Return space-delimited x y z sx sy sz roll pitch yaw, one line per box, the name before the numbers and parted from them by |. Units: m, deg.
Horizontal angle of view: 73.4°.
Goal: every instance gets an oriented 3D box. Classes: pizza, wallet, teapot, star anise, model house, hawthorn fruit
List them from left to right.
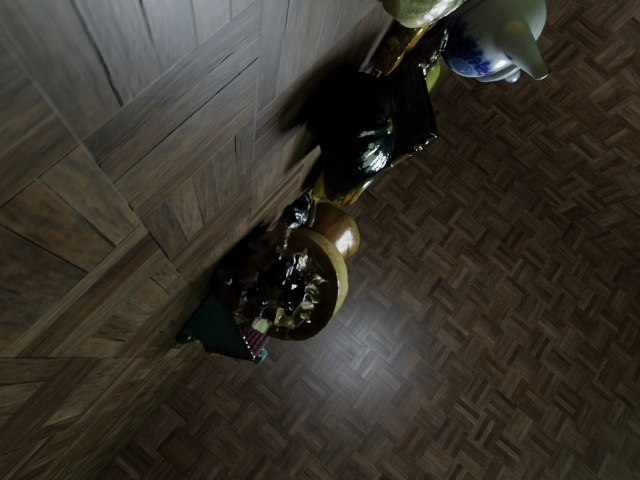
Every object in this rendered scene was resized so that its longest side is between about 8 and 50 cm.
model house | -0.262 0.279 1.385 0.230 0.248 0.280 -49 178 19
star anise | -0.080 -0.075 1.388 0.181 0.061 0.204 -49 178 -17
hawthorn fruit | 0.000 0.000 1.774 0.300 0.268 0.268 -38 173 -27
wallet | 0.105 -0.212 0.910 0.044 0.169 0.317 5 159 -34
pizza | 0.176 -0.416 0.857 0.175 0.046 0.134 -49 180 -10
star anise | 0.205 -0.374 0.980 0.272 0.102 0.272 -44 -164 16
teapot | 0.437 -0.512 1.082 0.252 0.280 0.424 -37 -146 17

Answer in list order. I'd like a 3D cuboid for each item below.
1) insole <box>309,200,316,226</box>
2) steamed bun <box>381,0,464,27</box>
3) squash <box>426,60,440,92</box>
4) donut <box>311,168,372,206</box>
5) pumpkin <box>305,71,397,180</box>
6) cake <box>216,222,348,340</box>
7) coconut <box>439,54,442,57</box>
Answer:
insole | -0.021 -0.120 1.412 0.063 0.010 0.192 111 -10 -45
steamed bun | 0.191 -0.404 0.621 0.212 0.110 0.231 -50 175 25
squash | 0.326 -0.521 1.603 0.341 0.094 0.094 -52 177 8
donut | 0.109 -0.228 1.308 0.330 0.159 0.330 -57 -179 2
pumpkin | 0.067 -0.201 0.770 0.194 0.194 0.150 -48 -154 -26
cake | -0.106 0.130 1.166 0.332 0.332 0.321 -50 171 17
coconut | 0.438 -0.642 1.406 0.110 0.110 0.124 -51 -179 41
